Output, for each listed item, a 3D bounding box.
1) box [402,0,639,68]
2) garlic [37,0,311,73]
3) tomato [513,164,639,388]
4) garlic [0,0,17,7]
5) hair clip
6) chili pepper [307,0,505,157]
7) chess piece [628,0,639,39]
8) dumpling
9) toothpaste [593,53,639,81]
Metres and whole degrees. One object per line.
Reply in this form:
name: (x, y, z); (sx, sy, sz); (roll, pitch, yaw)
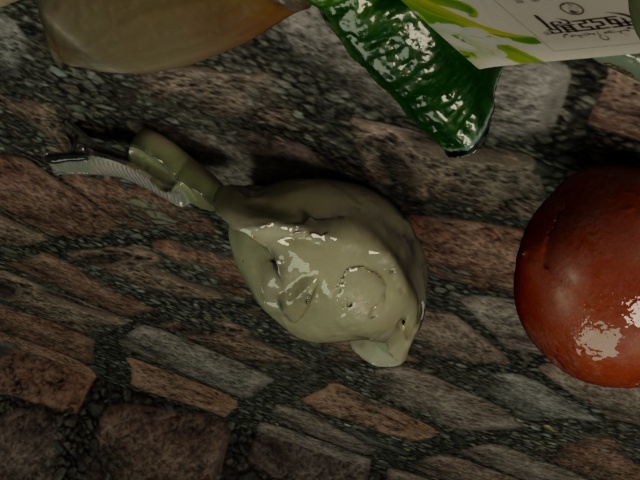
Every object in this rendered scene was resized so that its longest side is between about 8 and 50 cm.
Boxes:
box: (0.163, -0.212, 1.087); (0.260, 0.111, 0.194); (-3, 152, 44)
garlic: (-0.132, -0.214, 1.370); (0.318, 0.112, 0.143); (-2, 131, 50)
tomato: (0.272, 0.032, 1.522); (0.184, 0.208, 0.208); (23, 162, 10)
garlic: (-0.291, -0.269, 1.265); (0.281, 0.184, 0.203); (14, 177, 13)
hair clip: (-0.204, -0.079, 1.891); (0.218, 0.071, 0.159); (18, 165, 21)
chili pepper: (0.051, -0.192, 1.235); (0.099, 0.136, 0.270); (19, 162, 46)
chess piece: (0.234, -0.193, 0.841); (0.144, 0.251, 0.144); (17, 161, 6)
dumpling: (0.000, 0.000, 1.841); (0.318, 0.187, 0.243); (45, -171, -37)
toothpaste: (0.297, -0.127, 1.315); (0.233, 0.038, 0.060); (23, 165, -19)
